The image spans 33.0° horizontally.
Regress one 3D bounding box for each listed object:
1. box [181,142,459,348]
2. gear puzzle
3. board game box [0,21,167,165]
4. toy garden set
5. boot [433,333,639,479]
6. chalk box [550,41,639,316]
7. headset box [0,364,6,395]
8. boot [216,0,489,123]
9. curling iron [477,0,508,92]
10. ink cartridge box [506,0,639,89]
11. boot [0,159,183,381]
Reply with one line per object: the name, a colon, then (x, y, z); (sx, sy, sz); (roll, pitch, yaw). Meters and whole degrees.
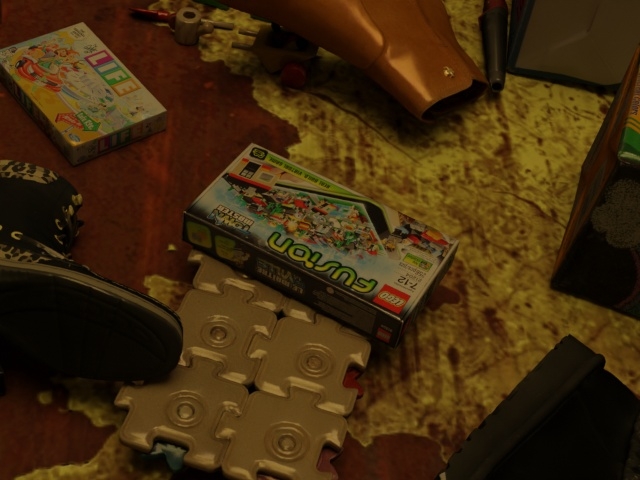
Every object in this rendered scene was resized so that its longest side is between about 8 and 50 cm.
box: (0.000, 0.000, 0.911); (0.207, 0.036, 0.114); (26, 47, 14)
gear puzzle: (-0.037, 0.067, 0.897); (0.176, 0.044, 0.339); (16, 45, 5)
board game box: (-0.235, -0.145, 1.049); (0.103, 0.026, 0.154); (-27, 59, -31)
toy garden set: (-0.085, -0.269, 1.174); (0.244, 0.049, 0.203); (16, 48, 3)
boot: (0.200, 0.229, 0.736); (0.260, 0.131, 0.348); (36, 51, 20)
chalk box: (0.384, -0.023, 0.967); (0.289, 0.180, 0.179); (20, 48, 5)
headset box: (-0.285, 0.087, 0.828); (0.062, 0.032, 0.083); (-17, 54, -25)
boot: (0.040, -0.207, 1.060); (0.295, 0.104, 0.211); (-13, 63, -46)
curling iron: (0.189, -0.264, 1.230); (0.068, 0.035, 0.274); (34, 43, -33)
ink cartridge box: (0.320, -0.399, 1.223); (0.151, 0.270, 0.395); (13, 48, 2)
boot: (-0.205, 0.013, 0.851); (0.237, 0.085, 0.178); (16, 29, 1)
